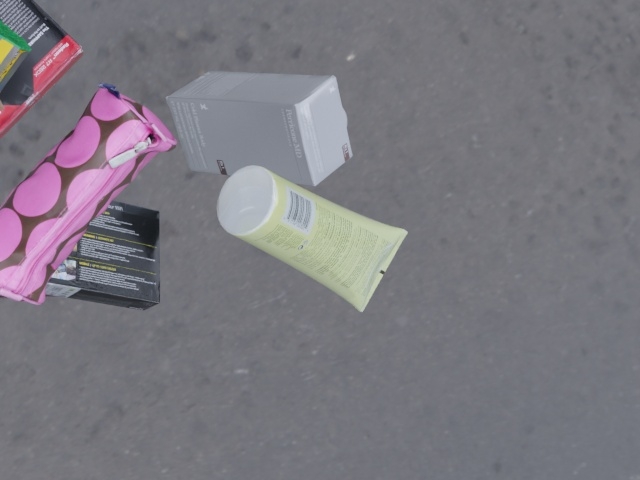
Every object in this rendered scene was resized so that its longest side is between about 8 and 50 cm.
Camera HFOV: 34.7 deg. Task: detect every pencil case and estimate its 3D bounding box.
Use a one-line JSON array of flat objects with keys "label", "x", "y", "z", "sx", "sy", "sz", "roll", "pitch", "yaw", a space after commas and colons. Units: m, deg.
[{"label": "pencil case", "x": -0.220, "y": -0.036, "z": 0.897, "sx": 0.209, "sy": 0.098, "sz": 0.095, "roll": -51, "pitch": 135, "yaw": 1}]

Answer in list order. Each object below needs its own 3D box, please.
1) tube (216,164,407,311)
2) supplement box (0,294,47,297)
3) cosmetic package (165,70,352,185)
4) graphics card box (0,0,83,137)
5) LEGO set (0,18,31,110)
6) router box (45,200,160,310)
[{"label": "tube", "x": 0.000, "y": 0.000, "z": 0.923, "sx": 0.240, "sy": 0.070, "sz": 0.062, "roll": 26, "pitch": 45, "yaw": -53}, {"label": "supplement box", "x": -0.434, "y": 0.019, "z": 1.473, "sx": 0.239, "sy": 0.073, "sz": 0.130, "roll": -2, "pitch": 86, "yaw": 15}, {"label": "cosmetic package", "x": -0.084, "y": -0.159, "z": 1.417, "sx": 0.107, "sy": 0.238, "sz": 0.127, "roll": -39, "pitch": 126, "yaw": -39}, {"label": "graphics card box", "x": -0.565, "y": -0.331, "z": 1.518, "sx": 0.371, "sy": 0.094, "sz": 0.233, "roll": 44, "pitch": 85, "yaw": -11}, {"label": "LEGO set", "x": -0.424, "y": -0.186, "z": 0.880, "sx": 0.331, "sy": 0.192, "sz": 0.255, "roll": 44, "pitch": 10, "yaw": 34}, {"label": "router box", "x": -0.293, "y": 0.011, "z": 1.324, "sx": 0.179, "sy": 0.046, "sz": 0.133, "roll": 15, "pitch": 63, "yaw": -39}]
